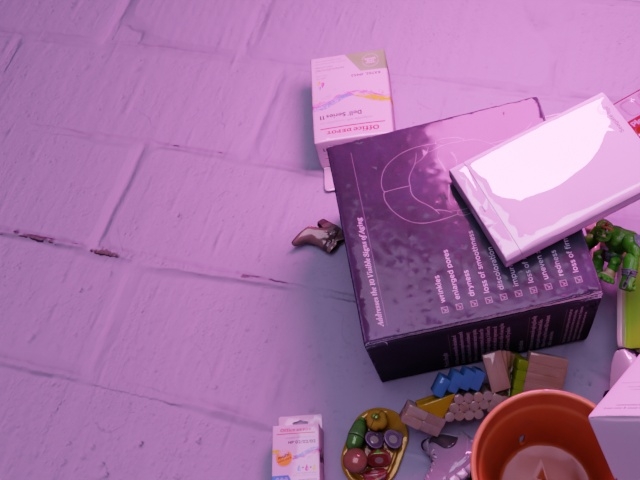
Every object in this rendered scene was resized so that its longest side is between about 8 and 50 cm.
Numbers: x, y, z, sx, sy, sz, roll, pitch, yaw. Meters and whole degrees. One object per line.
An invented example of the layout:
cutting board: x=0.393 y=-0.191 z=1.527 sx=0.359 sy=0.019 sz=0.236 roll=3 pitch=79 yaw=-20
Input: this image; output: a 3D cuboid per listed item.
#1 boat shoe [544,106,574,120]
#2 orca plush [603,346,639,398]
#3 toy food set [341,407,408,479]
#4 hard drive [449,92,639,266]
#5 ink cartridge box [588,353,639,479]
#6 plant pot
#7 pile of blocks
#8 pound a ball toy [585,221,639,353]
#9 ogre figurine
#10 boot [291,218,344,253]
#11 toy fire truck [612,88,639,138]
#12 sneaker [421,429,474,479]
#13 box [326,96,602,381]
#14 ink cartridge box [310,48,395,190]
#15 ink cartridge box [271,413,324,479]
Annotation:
boat shoe: x=0.634 y=-0.303 z=2.108 sx=0.184 sy=0.066 sz=0.063 roll=-17 pitch=59 yaw=13
orca plush: x=0.668 y=0.357 z=1.702 sx=0.102 sy=0.151 sz=0.287 roll=2 pitch=55 yaw=-24
toy food set: x=0.104 y=0.446 z=1.783 sx=0.128 sy=0.071 sz=0.218 roll=14 pitch=65 yaw=19
hard drive: x=0.466 y=-0.125 z=1.681 sx=0.353 sy=0.047 sz=0.233 roll=-27 pitch=63 yaw=-1
ink cartridge box: x=0.681 y=0.327 z=1.526 sx=0.384 sy=0.279 sz=0.160 roll=-33 pitch=12 yaw=-38
plant pot: x=0.439 y=0.457 z=1.631 sx=0.290 sy=0.203 sz=0.291 roll=-5 pitch=61 yaw=9
pile of blocks: x=0.334 y=0.301 z=1.785 sx=0.362 sy=0.112 sz=0.149 roll=-13 pitch=96 yaw=-2
pound a ball toy: x=0.692 y=0.101 z=1.842 sx=0.208 sy=0.135 sz=0.319 roll=-14 pitch=57 yaw=40
ogre figurine: x=0.613 y=0.023 z=1.798 sx=0.096 sy=0.197 sz=0.118 roll=23 pitch=100 yaw=-6
boot: x=0.000 y=0.000 z=2.076 sx=0.118 sy=0.042 sz=0.087 roll=-37 pitch=63 yaw=-10
toy fire truck: x=0.838 y=-0.286 z=1.991 sx=0.302 sy=0.169 sz=0.254 roll=-31 pitch=56 yaw=-7
sneaker: x=0.233 y=0.480 z=1.743 sx=0.228 sy=0.086 sz=0.132 roll=-37 pitch=49 yaw=-13
box: x=0.297 y=0.004 z=1.844 sx=0.471 sy=0.297 sz=0.480 roll=-12 pitch=64 yaw=5
ink cartridge box: x=0.088 y=-0.313 z=2.188 sx=0.207 sy=0.119 sz=0.354 roll=-8 pitch=60 yaw=7
ink cartridge box: x=-0.048 y=0.454 z=1.816 sx=0.104 sy=0.061 sz=0.181 roll=-6 pitch=60 yaw=8
